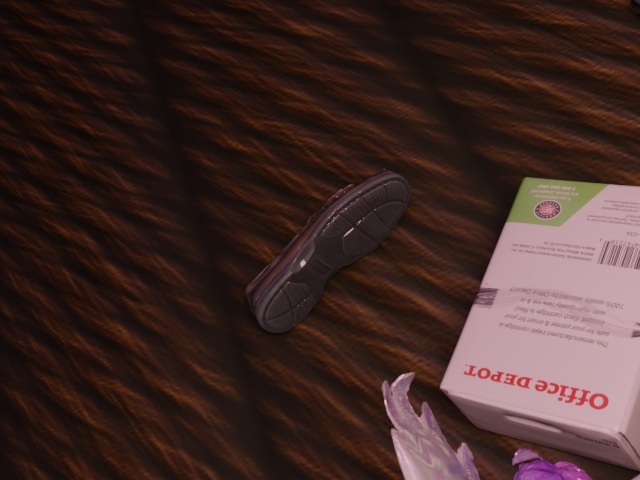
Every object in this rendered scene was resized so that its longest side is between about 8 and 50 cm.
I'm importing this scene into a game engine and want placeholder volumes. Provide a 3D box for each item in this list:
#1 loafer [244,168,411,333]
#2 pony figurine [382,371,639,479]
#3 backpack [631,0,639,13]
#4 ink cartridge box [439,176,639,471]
[{"bbox_3d":[0.000,0.000,1.299,0.267,0.096,0.084,-46,41,-1],"label":"loafer"},{"bbox_3d":[0.199,0.283,0.810,0.364,0.302,0.350,-20,57,6],"label":"pony figurine"},{"bbox_3d":[0.478,-0.336,1.200,0.166,0.144,0.188,-37,49,-3],"label":"backpack"},{"bbox_3d":[0.275,0.080,1.047,0.198,0.115,0.272,9,64,37],"label":"ink cartridge box"}]
